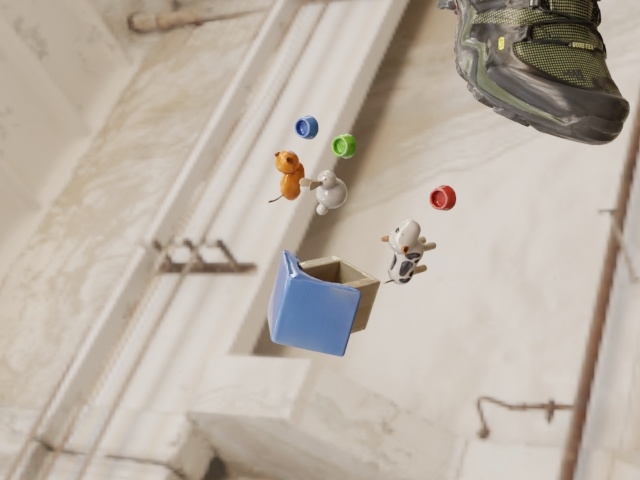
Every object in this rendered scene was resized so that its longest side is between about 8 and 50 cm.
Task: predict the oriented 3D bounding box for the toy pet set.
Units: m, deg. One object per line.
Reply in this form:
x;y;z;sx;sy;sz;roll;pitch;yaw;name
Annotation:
0.000;0.000;0.647;0.065;0.122;0.114;-10;-58;-50;toy pet set

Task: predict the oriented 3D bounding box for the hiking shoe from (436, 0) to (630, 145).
0.132;-0.155;0.676;0.086;0.114;0.226;5;-138;-27;hiking shoe
